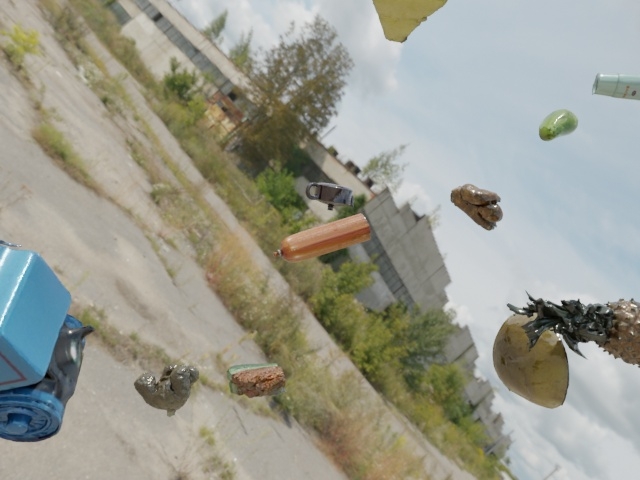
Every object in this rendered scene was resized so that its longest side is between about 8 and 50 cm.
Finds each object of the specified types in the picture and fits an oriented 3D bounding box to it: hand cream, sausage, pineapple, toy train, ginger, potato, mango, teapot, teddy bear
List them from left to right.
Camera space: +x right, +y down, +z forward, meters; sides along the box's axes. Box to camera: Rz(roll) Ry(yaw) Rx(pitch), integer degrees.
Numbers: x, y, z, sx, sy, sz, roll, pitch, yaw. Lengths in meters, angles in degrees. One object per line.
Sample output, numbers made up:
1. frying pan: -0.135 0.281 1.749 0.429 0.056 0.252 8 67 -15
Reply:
1. toy train: -0.475 0.146 0.694 0.188 0.300 0.265 -98 175 -49
2. teddy bear: -0.436 0.428 1.550 0.190 0.177 0.140 -77 150 -83
3. sausage: 0.000 0.000 1.647 0.093 0.312 0.093 163 -90 -78
4. teapot: 0.017 -0.074 0.893 0.100 0.045 0.068 7 4 -33
5. ginger: 0.439 -0.100 1.433 0.162 0.073 0.103 40 -22 -2
6. potato: 0.531 0.302 1.383 0.299 0.116 0.239 -108 -157 -71
7. mango: 0.684 -0.334 1.513 0.091 0.165 0.074 5 -63 40
8. pineapple: 0.607 0.195 1.194 0.364 0.166 0.165 8 -3 0
9. hand cream: 0.811 -0.347 1.212 0.058 0.331 0.085 -67 162 -53

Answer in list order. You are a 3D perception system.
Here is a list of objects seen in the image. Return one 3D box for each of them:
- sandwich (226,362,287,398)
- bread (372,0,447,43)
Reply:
1. sandwich: -0.214 0.483 1.763 0.160 0.184 0.109 -157 -113 -70
2. bread: 0.248 -0.658 1.312 0.198 0.263 0.236 9 -8 12
